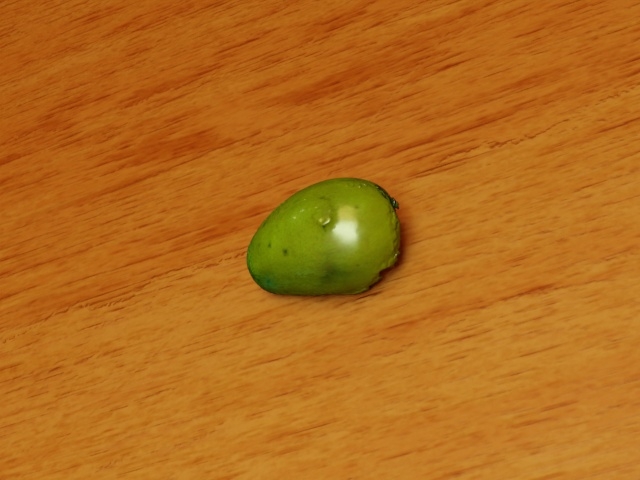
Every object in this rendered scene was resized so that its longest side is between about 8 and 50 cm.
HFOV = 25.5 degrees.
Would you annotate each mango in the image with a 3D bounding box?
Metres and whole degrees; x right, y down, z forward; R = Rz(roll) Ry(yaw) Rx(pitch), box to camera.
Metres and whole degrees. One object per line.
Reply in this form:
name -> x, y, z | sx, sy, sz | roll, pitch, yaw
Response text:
mango -> -0.001, -0.001, 1.455 | 0.178, 0.100, 0.119 | -20, 49, 25
